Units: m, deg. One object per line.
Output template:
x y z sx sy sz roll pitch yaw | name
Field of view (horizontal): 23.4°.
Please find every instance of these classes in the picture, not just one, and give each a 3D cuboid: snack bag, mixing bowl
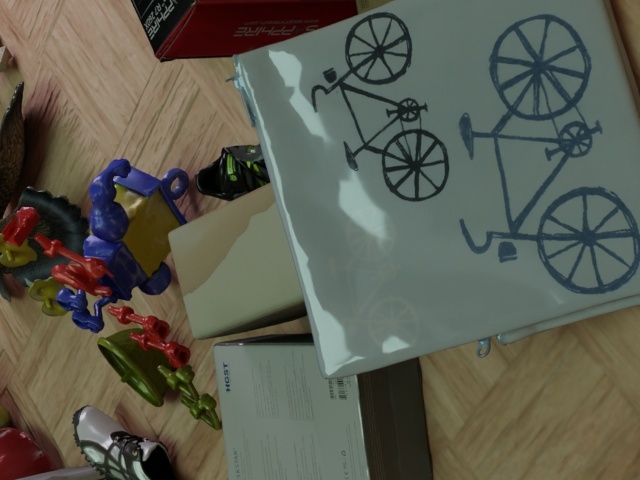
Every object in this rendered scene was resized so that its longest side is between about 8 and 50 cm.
0.115 -0.060 1.333 0.342 0.037 0.323 -18 83 14 | snack bag
-0.441 0.356 2.103 0.181 0.098 0.181 15 114 37 | mixing bowl

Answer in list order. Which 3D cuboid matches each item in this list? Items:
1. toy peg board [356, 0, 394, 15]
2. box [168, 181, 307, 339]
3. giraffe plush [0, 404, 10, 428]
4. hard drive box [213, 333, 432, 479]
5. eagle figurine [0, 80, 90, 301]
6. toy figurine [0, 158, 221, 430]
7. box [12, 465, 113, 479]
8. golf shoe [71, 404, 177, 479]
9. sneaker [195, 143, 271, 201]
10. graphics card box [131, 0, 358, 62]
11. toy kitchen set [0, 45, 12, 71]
0.093 -0.300 1.435 0.160 0.079 0.161 -10 88 65 | toy peg board
0.000 0.000 1.525 0.311 0.148 0.121 -23 79 47 | box
-0.548 0.203 2.190 0.181 0.210 0.170 -27 47 17 | giraffe plush
-0.001 0.188 1.599 0.232 0.089 0.181 -4 93 49 | hard drive box
-0.425 -0.028 2.016 0.298 0.225 0.226 -36 111 15 | eagle figurine
-0.185 0.025 1.762 0.191 0.217 0.362 14 151 33 | toy figurine
-0.356 0.393 1.973 0.119 0.181 0.182 -14 86 50 | box
-0.228 0.263 1.897 0.198 0.077 0.094 48 119 24 | golf shoe
-0.065 -0.072 1.637 0.188 0.078 0.067 -14 86 49 | sneaker
-0.120 -0.355 1.535 0.094 0.232 0.371 -46 61 44 | graphics card box
-0.446 -0.229 2.095 0.083 0.075 0.068 -12 44 18 | toy kitchen set
